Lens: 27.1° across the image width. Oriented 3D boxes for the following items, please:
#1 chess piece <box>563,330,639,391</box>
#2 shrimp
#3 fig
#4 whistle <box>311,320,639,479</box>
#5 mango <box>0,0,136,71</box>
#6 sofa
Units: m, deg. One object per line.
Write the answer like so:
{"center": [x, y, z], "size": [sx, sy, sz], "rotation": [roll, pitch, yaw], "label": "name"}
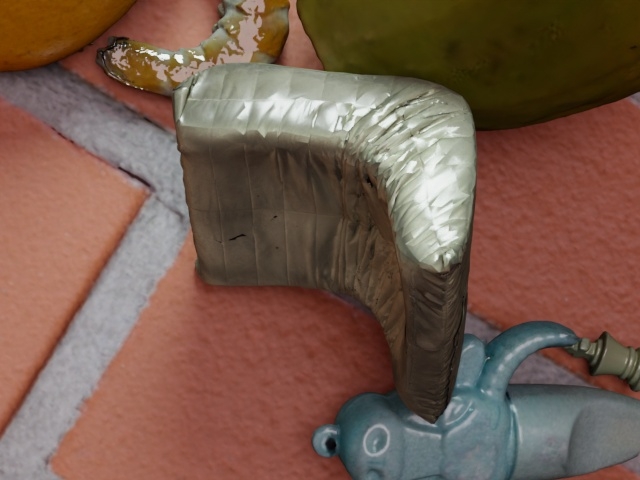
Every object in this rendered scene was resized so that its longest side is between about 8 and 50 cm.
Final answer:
{"center": [0.271, 0.107, 1.105], "size": [0.149, 0.059, 0.059], "rotation": [19, 78, 1], "label": "chess piece"}
{"center": [-0.109, -0.194, 1.095], "size": [0.166, 0.049, 0.161], "rotation": [-10, 87, -8], "label": "shrimp"}
{"center": [0.135, -0.241, 1.009], "size": [0.343, 0.343, 0.343], "rotation": [1, 81, -9], "label": "fig"}
{"center": [0.127, 0.154, 1.054], "size": [0.274, 0.093, 0.186], "rotation": [-1, 102, -12], "label": "whistle"}
{"center": [-0.201, -0.260, 1.043], "size": [0.257, 0.138, 0.187], "rotation": [-41, 101, -7], "label": "mango"}
{"center": [0.000, 0.000, 0.966], "size": [0.225, 0.210, 0.176], "rotation": [7, 53, 5], "label": "sofa"}
